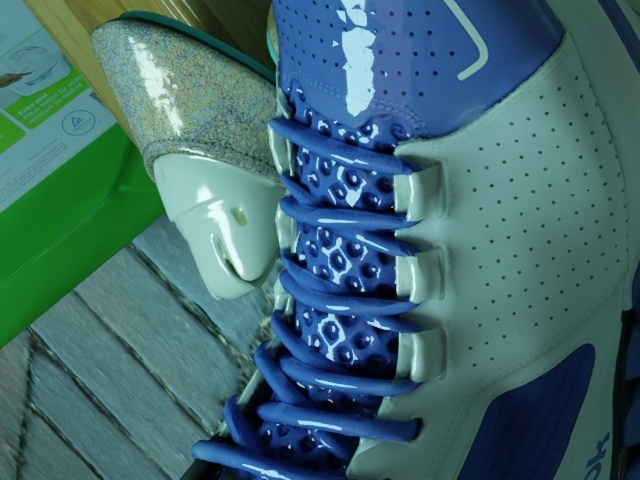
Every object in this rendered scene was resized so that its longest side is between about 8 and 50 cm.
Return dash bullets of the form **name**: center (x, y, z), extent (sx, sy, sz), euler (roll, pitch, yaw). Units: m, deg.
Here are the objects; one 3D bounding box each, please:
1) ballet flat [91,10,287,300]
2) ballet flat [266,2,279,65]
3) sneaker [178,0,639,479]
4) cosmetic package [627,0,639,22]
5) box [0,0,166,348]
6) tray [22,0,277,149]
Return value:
- **ballet flat**: center (0.000, 0.000, 0.987), extent (0.316, 0.106, 0.107), euler (32, 156, -17)
- **ballet flat**: center (0.112, -0.017, 0.916), extent (0.342, 0.116, 0.124), euler (54, 138, -2)
- **sneaker**: center (0.029, 0.037, 0.641), extent (0.127, 0.182, 0.315), euler (27, 149, 41)
- **cosmetic package**: center (0.181, -0.009, 0.720), extent (0.129, 0.153, 0.296), euler (37, 153, 30)
- **box**: center (-0.272, -0.050, 1.327), extent (0.231, 0.262, 0.126), euler (34, 153, 30)
- **tray**: center (-0.156, -0.218, 1.098), extent (0.411, 0.076, 0.203), euler (51, 157, -8)
